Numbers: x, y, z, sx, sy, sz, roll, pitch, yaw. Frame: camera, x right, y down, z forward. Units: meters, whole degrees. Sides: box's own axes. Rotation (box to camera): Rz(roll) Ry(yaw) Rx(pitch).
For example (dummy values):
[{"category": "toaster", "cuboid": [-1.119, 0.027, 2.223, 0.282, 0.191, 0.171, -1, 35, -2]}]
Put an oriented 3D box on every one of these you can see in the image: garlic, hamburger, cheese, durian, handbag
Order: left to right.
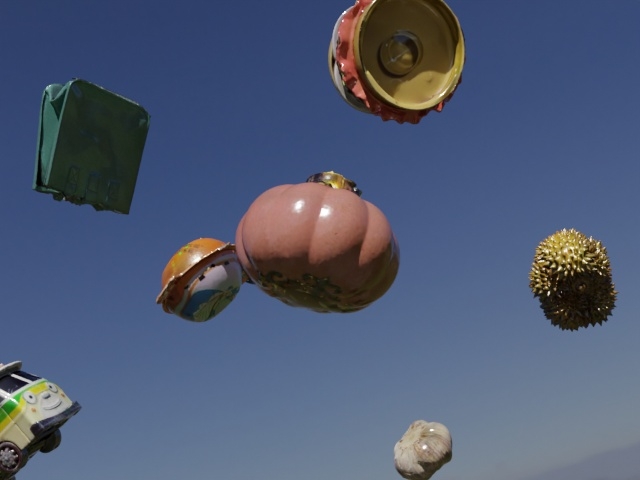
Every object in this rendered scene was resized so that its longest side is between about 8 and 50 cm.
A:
[{"category": "handbag", "cuboid": [-0.531, -0.212, 2.366, 0.100, 0.274, 0.269, 3, -8, 36]}, {"category": "cheese", "cuboid": [-0.215, 0.074, 2.182, 0.329, 0.129, 0.217, -13, -33, -53]}, {"category": "hamburger", "cuboid": [0.085, -0.229, 1.273, 0.175, 0.175, 0.137, -9, 7, -20]}, {"category": "garlic", "cuboid": [0.231, 0.472, 2.304, 0.147, 0.102, 0.159, -39, 12, 2]}, {"category": "durian", "cuboid": [0.384, 0.060, 1.581, 0.137, 0.158, 0.168, 2, 12, 6]}]

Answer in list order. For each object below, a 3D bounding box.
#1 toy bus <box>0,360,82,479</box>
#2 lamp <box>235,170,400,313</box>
[{"category": "toy bus", "cuboid": [-0.598, 0.358, 1.874, 0.305, 0.179, 0.143, -44, -7, 17]}, {"category": "lamp", "cuboid": [0.000, 0.000, 1.897, 0.305, 0.239, 0.305, 14, -23, 6]}]
